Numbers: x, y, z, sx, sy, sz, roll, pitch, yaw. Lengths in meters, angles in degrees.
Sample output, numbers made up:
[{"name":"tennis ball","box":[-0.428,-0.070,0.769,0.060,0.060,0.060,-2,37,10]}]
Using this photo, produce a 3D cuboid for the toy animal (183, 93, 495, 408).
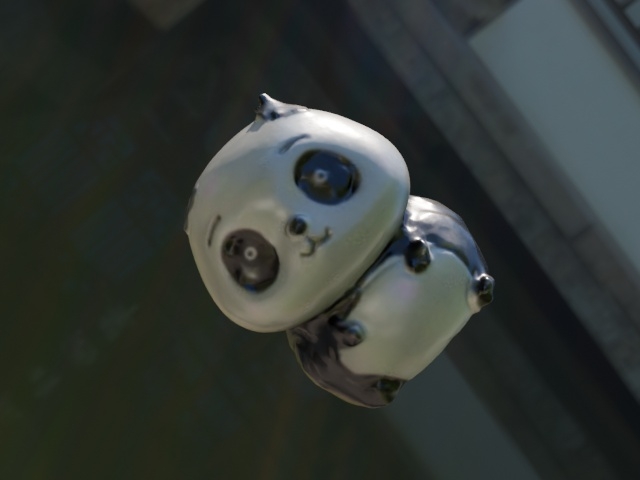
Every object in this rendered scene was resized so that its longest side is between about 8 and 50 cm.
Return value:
[{"name":"toy animal","box":[0.005,0.005,1.384,0.235,0.187,0.165,43,0,-27]}]
